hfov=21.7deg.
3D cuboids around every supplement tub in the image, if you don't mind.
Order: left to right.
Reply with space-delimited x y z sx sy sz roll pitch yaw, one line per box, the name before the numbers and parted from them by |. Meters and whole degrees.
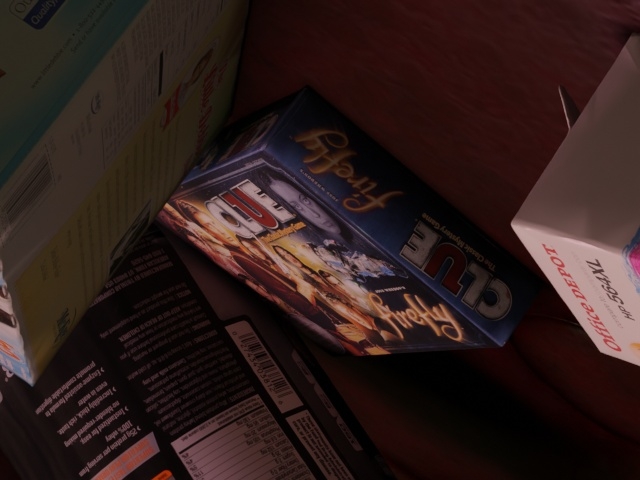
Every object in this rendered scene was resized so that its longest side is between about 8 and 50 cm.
supplement tub | -0.064 0.169 1.076 0.338 0.207 0.207 56 169 17

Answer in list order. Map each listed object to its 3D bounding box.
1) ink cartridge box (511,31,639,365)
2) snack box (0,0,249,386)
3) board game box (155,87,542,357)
ink cartridge box | 0.145 -0.003 0.577 0.143 0.090 0.092 18 157 43
snack box | -0.106 -0.052 0.757 0.060 0.187 0.322 34 163 4
board game box | 0.000 0.000 0.949 0.165 0.042 0.243 39 163 -13
